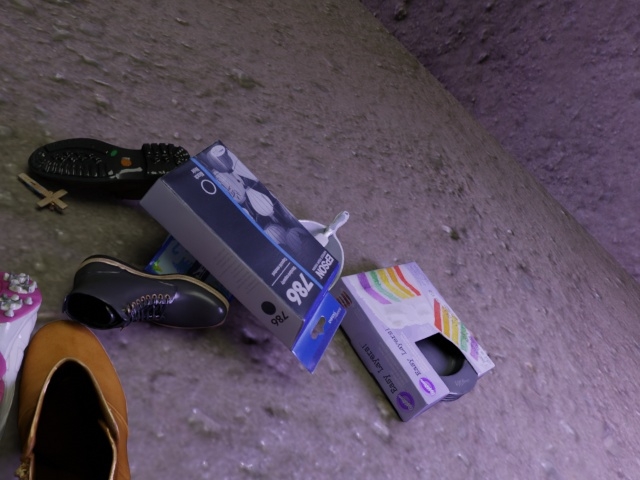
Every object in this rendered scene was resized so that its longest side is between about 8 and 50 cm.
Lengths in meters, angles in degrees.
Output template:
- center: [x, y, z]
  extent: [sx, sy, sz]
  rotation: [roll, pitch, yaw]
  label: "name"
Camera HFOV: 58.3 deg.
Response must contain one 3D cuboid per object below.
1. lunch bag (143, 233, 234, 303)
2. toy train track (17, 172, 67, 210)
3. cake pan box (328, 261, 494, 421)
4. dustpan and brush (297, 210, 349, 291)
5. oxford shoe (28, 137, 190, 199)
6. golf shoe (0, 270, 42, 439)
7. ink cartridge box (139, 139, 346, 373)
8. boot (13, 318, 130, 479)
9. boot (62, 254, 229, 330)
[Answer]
- center: [-0.171, 0.028, 0.847]
  extent: [0.128, 0.096, 0.151]
  rotation: [37, 47, -12]
  label: "lunch bag"
- center: [-0.394, -0.066, 0.812]
  extent: [0.083, 0.014, 0.048]
  rotation: [36, 39, 6]
  label: "toy train track"
- center: [0.162, 0.169, 1.021]
  extent: [0.245, 0.070, 0.267]
  rotation: [-7, 55, -46]
  label: "cake pan box"
- center: [0.000, 0.000, 1.072]
  extent: [0.147, 0.060, 0.211]
  rotation: [41, 33, 3]
  label: "dustpan and brush"
- center: [-0.317, -0.096, 0.870]
  extent: [0.227, 0.096, 0.083]
  rotation: [5, 56, -16]
  label: "oxford shoe"
- center: [-0.344, 0.127, 0.545]
  extent: [0.115, 0.140, 0.306]
  rotation: [10, 18, -18]
  label: "golf shoe"
- center: [-0.081, 0.016, 0.817]
  extent: [0.333, 0.065, 0.165]
  rotation: [46, 33, -8]
  label: "ink cartridge box"
- center: [-0.221, 0.150, 0.518]
  extent: [0.104, 0.211, 0.295]
  rotation: [-7, 53, -25]
  label: "boot"
- center: [-0.210, 0.087, 0.704]
  extent: [0.197, 0.077, 0.137]
  rotation: [14, 11, -15]
  label: "boot"
